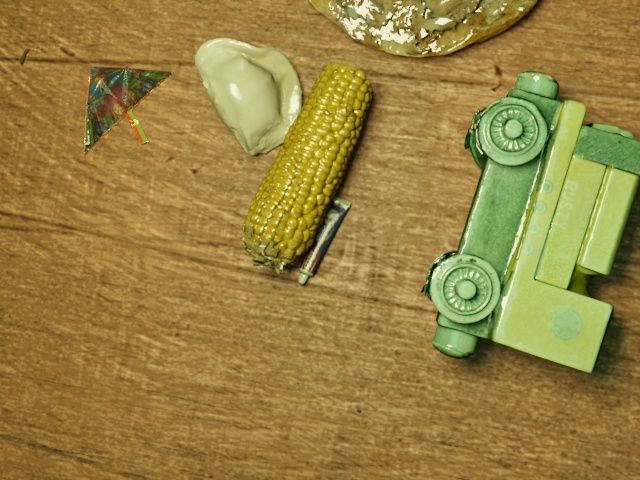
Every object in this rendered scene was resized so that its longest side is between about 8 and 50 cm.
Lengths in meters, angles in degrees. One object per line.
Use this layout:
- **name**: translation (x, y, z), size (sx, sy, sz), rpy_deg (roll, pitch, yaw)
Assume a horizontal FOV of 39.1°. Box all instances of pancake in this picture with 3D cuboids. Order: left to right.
- **pancake**: translation (0.143, -0.448, 1.301), size (0.382, 0.071, 0.382), rpy_deg (-1, 87, 13)

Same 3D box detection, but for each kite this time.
- **kite**: translation (-0.313, -0.214, 1.399), size (0.190, 0.010, 0.159), rpy_deg (-43, 80, 6)

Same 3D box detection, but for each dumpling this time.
- **dumpling**: translation (-0.096, -0.225, 1.316), size (0.134, 0.100, 0.169), rpy_deg (-33, 82, -8)

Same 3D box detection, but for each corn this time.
- **corn**: translation (-0.017, -0.103, 1.287), size (0.115, 0.115, 0.318), rpy_deg (27, 89, 12)

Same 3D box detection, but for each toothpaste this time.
- **toothpaste**: translation (0.000, 0.000, 1.317), size (0.037, 0.021, 0.140), rpy_deg (24, 88, 11)

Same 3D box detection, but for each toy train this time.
- **toy train**: translation (0.288, -0.017, 1.201), size (0.253, 0.160, 0.397), rpy_deg (17, 89, 5)
